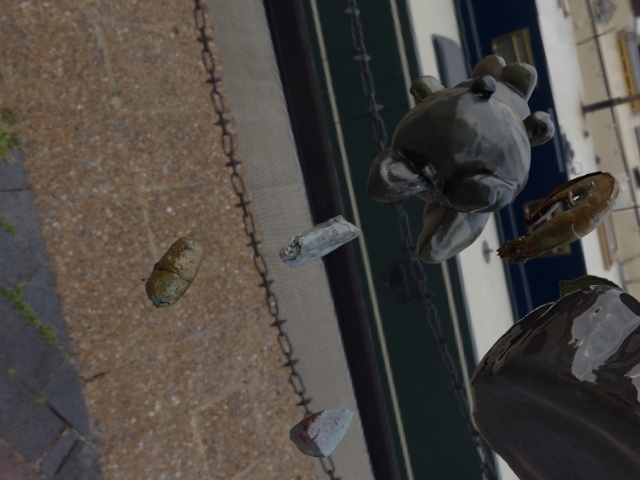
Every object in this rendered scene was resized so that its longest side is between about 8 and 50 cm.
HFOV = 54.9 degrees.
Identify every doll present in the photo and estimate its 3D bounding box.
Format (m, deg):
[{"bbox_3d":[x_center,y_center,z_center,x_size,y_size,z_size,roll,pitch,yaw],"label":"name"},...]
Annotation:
[{"bbox_3d":[0.254,-0.102,1.051,0.382,0.252,0.379,-47,135,-42],"label":"doll"}]

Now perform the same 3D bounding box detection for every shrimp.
[{"bbox_3d":[0.404,-0.040,1.063,0.053,0.236,0.133,30,37,-30],"label":"shrimp"}]

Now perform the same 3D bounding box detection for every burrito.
[{"bbox_3d":[0.000,-0.001,1.166,0.203,0.064,0.064,-26,103,-45],"label":"burrito"}]

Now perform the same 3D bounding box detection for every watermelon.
[{"bbox_3d":[-0.009,0.390,1.244,0.094,0.180,0.081,28,41,-9],"label":"watermelon"}]

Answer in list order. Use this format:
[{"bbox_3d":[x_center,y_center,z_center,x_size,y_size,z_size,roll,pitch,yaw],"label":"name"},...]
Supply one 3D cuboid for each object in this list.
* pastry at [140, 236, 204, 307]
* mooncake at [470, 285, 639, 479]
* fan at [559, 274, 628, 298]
[{"bbox_3d":[-0.284,0.062,1.201,0.081,0.153,0.153,42,43,-10],"label":"pastry"},{"bbox_3d":[0.312,0.193,0.661,0.154,0.306,0.306,-41,119,-20],"label":"mooncake"},{"bbox_3d":[0.643,0.210,1.348,0.011,0.230,0.335,-21,56,-26],"label":"fan"}]
